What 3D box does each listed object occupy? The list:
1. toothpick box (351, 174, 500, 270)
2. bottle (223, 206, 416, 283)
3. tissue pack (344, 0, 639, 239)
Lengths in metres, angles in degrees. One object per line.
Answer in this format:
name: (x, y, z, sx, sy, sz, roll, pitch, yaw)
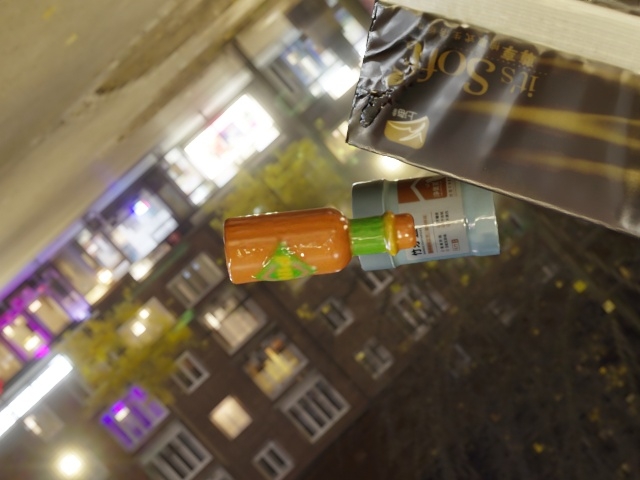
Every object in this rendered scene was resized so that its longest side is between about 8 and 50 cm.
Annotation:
toothpick box: (0.117, -0.024, 1.478, 0.153, 0.101, 0.101, -8, -168, 8)
bottle: (0.000, 0.000, 1.310, 0.187, 0.069, 0.069, -8, -171, 4)
tissue pack: (0.218, -0.136, 0.941, 0.210, 0.370, 0.198, -61, 166, -45)
